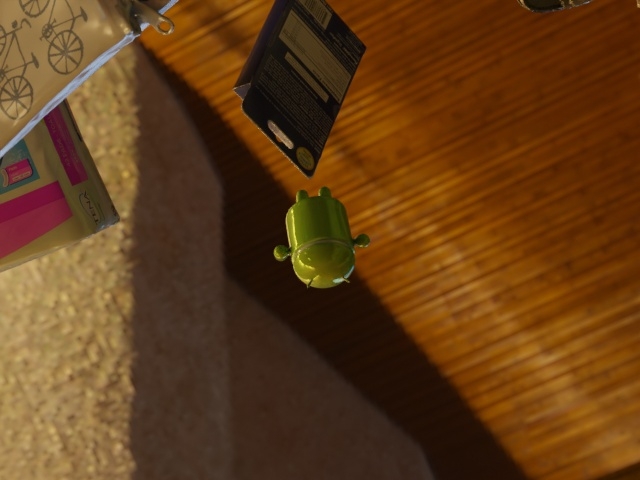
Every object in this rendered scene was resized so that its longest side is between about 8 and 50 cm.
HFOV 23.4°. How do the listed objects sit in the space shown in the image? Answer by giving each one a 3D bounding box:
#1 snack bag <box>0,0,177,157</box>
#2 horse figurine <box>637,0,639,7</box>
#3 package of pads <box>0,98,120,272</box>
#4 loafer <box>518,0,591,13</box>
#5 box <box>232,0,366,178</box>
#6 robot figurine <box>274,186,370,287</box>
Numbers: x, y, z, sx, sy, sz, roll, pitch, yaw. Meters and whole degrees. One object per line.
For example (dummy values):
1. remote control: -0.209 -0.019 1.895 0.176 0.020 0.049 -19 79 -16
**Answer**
1. snack bag: -0.208 -0.267 1.139 0.323 0.342 0.037 58 -164 19
2. horse figurine: 0.421 -0.370 1.797 0.066 0.263 0.174 -111 -2 -71
3. package of pads: -0.355 -0.065 1.342 0.101 0.296 0.229 -45 -67 -76
4. loafer: 0.383 -0.378 2.044 0.096 0.267 0.084 59 -171 -25
5. box: -0.028 -0.192 1.843 0.136 0.036 0.225 45 -132 -30
6. robot figurine: 0.000 0.000 1.624 0.067 0.101 0.115 87 174 -54
